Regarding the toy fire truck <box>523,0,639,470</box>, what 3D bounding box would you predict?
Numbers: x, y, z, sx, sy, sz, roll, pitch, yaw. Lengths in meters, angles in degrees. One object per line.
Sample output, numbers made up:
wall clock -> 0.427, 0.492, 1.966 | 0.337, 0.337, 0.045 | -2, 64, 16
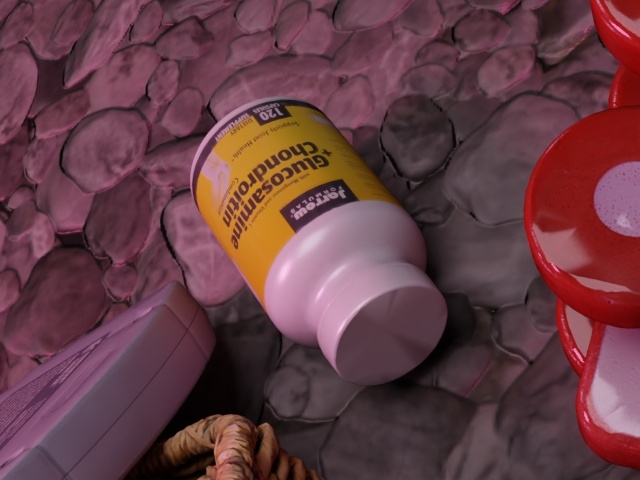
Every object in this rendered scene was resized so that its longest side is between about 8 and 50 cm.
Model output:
toy fire truck -> 0.245, -0.024, 0.722 | 0.253, 0.169, 0.302 | 10, 70, 20

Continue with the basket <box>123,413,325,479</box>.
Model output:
basket -> -0.132, 0.215, 0.791 | 0.299, 0.223, 0.213 | -34, 48, 16

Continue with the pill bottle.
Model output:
pill bottle -> 0.000, 0.000, 0.908 | 0.103, 0.103, 0.184 | -43, 47, 6

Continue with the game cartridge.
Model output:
game cartridge -> -0.170, 0.128, 0.870 | 0.196, 0.060, 0.294 | -36, 8, 27
